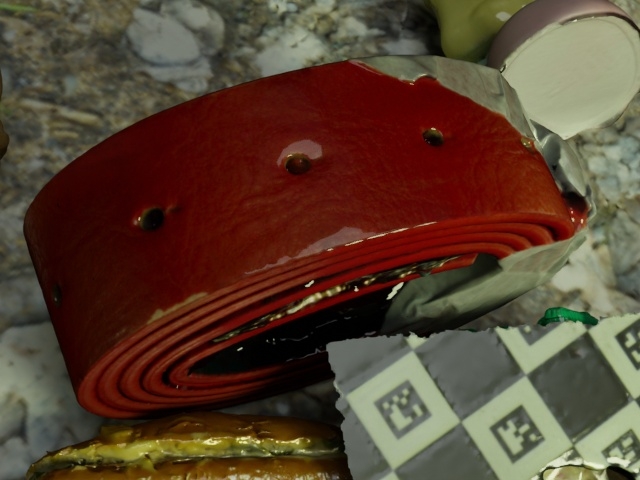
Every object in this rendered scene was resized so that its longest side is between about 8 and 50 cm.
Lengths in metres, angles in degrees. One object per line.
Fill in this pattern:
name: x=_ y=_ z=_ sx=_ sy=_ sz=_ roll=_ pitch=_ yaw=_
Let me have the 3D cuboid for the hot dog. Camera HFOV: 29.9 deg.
hot dog: x=-0.040 y=0.154 z=0.690 sx=0.269 sy=0.072 sz=0.115 roll=-2 pitch=54 yaw=-20

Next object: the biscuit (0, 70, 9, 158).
biscuit: x=-0.274 y=-0.079 z=0.752 sx=0.170 sy=0.050 sz=0.170 roll=11 pitch=63 yaw=-22

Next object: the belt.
belt: x=0.000 y=0.000 z=0.698 sx=0.323 sy=0.227 sz=0.115 roll=-14 pitch=69 yaw=-20

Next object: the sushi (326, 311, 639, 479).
sushi: x=0.145 y=0.190 z=0.701 sx=0.264 sy=0.050 sz=0.290 roll=-6 pitch=78 yaw=-15

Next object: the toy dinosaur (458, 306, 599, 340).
toy dinosaur: x=0.147 y=0.081 z=0.780 sx=0.096 sy=0.132 sz=0.059 roll=-15 pitch=59 yaw=23

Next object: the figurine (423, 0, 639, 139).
figurine: x=0.089 y=-0.240 z=0.893 sx=0.284 sy=0.206 sz=0.316 roll=-6 pitch=58 yaw=-35
